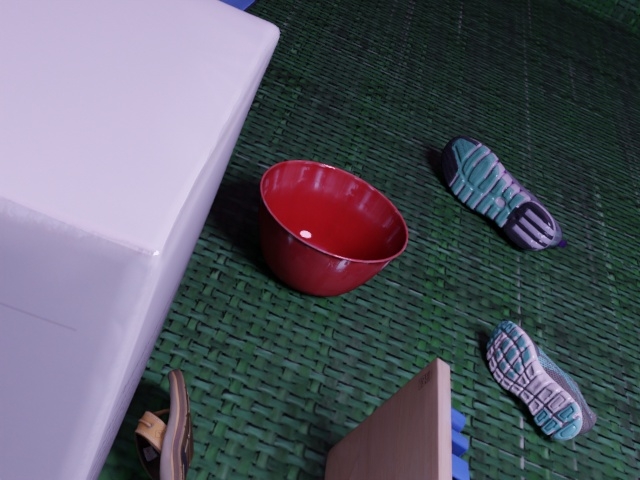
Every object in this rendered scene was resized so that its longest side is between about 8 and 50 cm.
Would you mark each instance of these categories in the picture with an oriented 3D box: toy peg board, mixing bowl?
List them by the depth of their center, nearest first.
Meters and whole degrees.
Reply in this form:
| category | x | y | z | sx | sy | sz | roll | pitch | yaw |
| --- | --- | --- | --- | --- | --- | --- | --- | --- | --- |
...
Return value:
| category | x | y | z | sx | sy | sz | roll | pitch | yaw |
| --- | --- | --- | --- | --- | --- | --- | --- | --- | --- |
| toy peg board | 0.078 | 0.215 | 0.851 | 0.079 | 0.160 | 0.161 | 35 | 30 | -16 |
| mixing bowl | 0.000 | 0.000 | 1.142 | 0.182 | 0.098 | 0.181 | 17 | 33 | -12 |

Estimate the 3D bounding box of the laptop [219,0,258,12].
| category | x | y | z | sx | sy | sz | roll | pitch | yaw |
| --- | --- | --- | --- | --- | --- | --- | --- | --- | --- |
| laptop | -0.344 | -0.351 | 1.270 | 0.408 | 0.236 | 0.382 | 2 | 39 | -35 |

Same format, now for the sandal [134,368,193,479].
| category | x | y | z | sx | sy | sz | roll | pitch | yaw |
| --- | --- | --- | --- | --- | --- | --- | --- | --- | --- |
| sandal | -0.135 | 0.179 | 0.838 | 0.049 | 0.072 | 0.180 | 0 | 40 | -1 |

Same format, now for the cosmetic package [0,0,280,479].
| category | x | y | z | sx | sy | sz | roll | pitch | yaw |
| --- | --- | --- | --- | --- | --- | --- | --- | --- | --- |
| cosmetic package | -0.266 | 0.010 | 0.670 | 0.330 | 0.393 | 0.327 | 22 | 33 | -5 |

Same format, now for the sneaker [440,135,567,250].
| category | x | y | z | sx | sy | sz | roll | pitch | yaw |
| --- | --- | --- | --- | --- | --- | --- | --- | --- | --- |
| sneaker | 0.267 | -0.062 | 1.458 | 0.223 | 0.083 | 0.098 | 52 | 20 | 28 |

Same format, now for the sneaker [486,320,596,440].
| category | x | y | z | sx | sy | sz | roll | pitch | yaw |
| --- | --- | --- | --- | --- | --- | --- | --- | --- | --- |
| sneaker | 0.254 | 0.163 | 1.140 | 0.076 | 0.065 | 0.166 | 17 | 33 | -45 |
